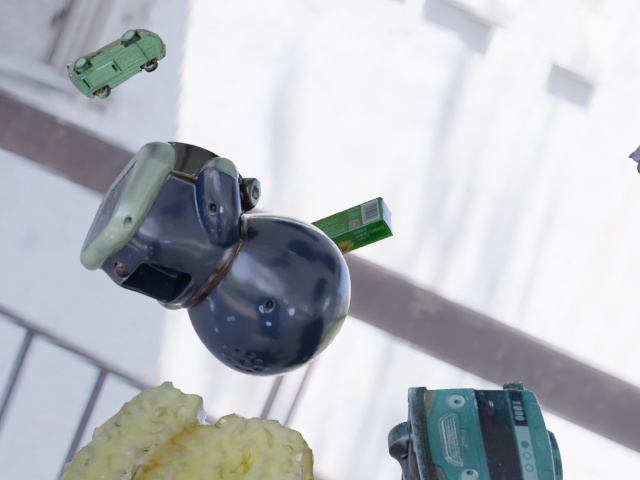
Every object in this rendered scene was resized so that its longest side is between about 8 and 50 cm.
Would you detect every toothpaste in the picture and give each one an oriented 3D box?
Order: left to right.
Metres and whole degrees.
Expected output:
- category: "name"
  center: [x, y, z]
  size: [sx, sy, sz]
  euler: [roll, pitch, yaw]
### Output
- category: "toothpaste"
  center: [0.000, 0.000, 2.025]
  size: [0.043, 0.178, 0.037]
  euler: [-96, 160, -44]

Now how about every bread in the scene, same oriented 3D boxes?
- category: "bread"
  center: [-0.118, 0.309, 1.156]
  size: [0.165, 0.375, 0.236]
  euler: [17, 39, 14]

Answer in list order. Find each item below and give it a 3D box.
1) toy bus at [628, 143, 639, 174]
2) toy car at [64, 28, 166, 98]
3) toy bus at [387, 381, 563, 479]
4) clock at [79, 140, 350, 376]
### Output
- category: "toy bus"
  center: [0.384, -0.075, 1.795]
  size: [0.102, 0.058, 0.052]
  euler: [44, 30, 13]
- category: "toy car"
  center: [-0.244, -0.216, 2.033]
  size: [0.059, 0.122, 0.035]
  euler: [54, 9, -42]
- category: "toy bus"
  center: [0.134, 0.241, 1.526]
  size: [0.147, 0.256, 0.128]
  euler: [-4, 52, -5]
- category: "clock"
  center: [-0.089, 0.025, 1.535]
  size: [0.243, 0.146, 0.199]
  euler: [31, -37, -15]
